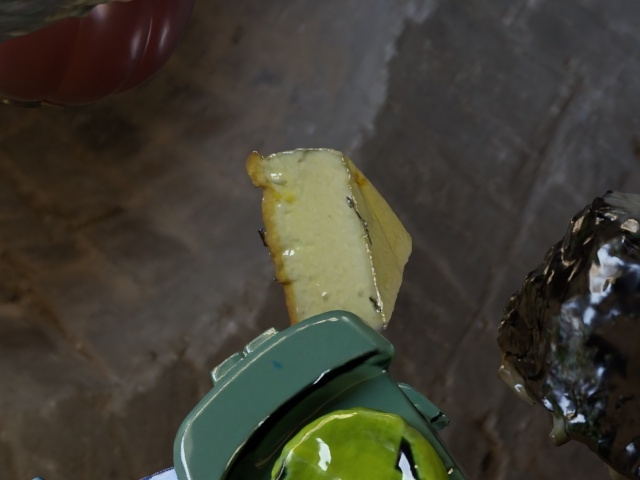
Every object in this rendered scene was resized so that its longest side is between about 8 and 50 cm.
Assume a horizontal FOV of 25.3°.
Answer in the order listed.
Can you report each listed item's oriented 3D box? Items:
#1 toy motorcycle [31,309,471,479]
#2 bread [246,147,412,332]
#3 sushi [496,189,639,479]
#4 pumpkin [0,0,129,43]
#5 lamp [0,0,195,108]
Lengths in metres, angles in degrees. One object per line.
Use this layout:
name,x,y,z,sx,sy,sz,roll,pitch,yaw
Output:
toy motorcycle,-0.065,0.185,0.823,0.200,0.326,0.191,56,-179,28
bread,0.000,0.000,0.881,0.084,0.080,0.109,-7,138,37
sushi,0.295,0.106,0.941,0.350,0.171,0.211,28,-166,-2
pumpkin,-0.196,-0.228,0.426,0.454,0.344,0.454,-6,171,-1
lamp,-0.264,-0.260,1.346,0.303,0.257,0.303,14,-148,-9
